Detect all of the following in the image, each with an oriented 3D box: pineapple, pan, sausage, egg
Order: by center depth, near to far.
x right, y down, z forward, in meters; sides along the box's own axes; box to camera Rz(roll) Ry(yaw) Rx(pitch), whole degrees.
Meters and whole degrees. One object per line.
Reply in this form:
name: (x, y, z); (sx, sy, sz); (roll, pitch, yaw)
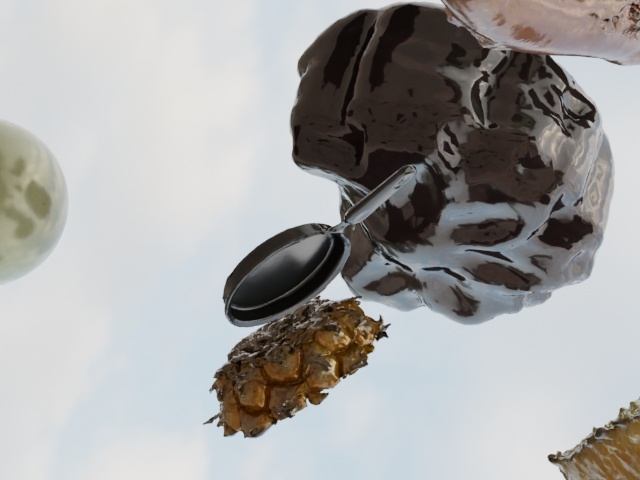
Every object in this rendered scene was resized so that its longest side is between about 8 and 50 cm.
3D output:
sausage: (0.180, -0.177, 1.155); (0.078, 0.304, 0.078); (0, -89, 39)
pan: (0.000, 0.000, 1.385); (0.235, 0.136, 0.028); (-42, -115, 24)
pineapple: (-0.032, 0.121, 1.578); (0.224, 0.076, 0.225); (-32, -167, 8)
egg: (-0.377, -0.046, 1.692); (0.254, 0.188, 0.189); (-122, -127, -75)

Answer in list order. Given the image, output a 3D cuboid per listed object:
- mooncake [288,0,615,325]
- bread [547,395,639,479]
mooncake: (0.143, -0.071, 1.668); (0.350, 0.381, 0.212); (-3, -131, 28)
bread: (0.361, 0.196, 1.353); (0.179, 0.194, 0.340); (56, -21, 9)
